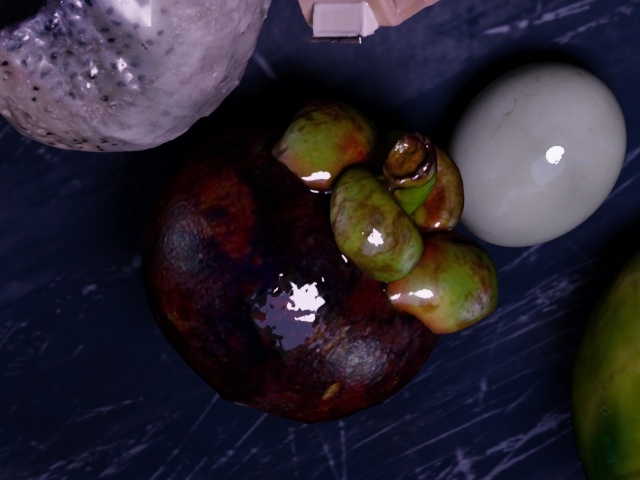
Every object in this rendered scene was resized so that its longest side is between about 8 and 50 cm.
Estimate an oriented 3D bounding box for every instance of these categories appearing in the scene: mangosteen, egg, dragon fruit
[{"bbox_3d":[-0.011,0.015,1.749,0.311,0.311,0.311,0,128,1],"label":"mangosteen"},{"bbox_3d":[0.191,-0.076,1.766,0.149,0.149,0.192,25,134,-18],"label":"egg"},{"bbox_3d":[-0.166,-0.168,1.660,0.283,0.221,0.204,-27,117,17],"label":"dragon fruit"}]

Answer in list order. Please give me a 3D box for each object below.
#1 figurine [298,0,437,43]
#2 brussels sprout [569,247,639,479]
[{"bbox_3d":[0.017,-0.286,1.620,0.163,0.141,0.236,4,127,41],"label":"figurine"},{"bbox_3d":[0.417,0.162,1.825,0.361,0.342,0.425,-7,117,-3],"label":"brussels sprout"}]
